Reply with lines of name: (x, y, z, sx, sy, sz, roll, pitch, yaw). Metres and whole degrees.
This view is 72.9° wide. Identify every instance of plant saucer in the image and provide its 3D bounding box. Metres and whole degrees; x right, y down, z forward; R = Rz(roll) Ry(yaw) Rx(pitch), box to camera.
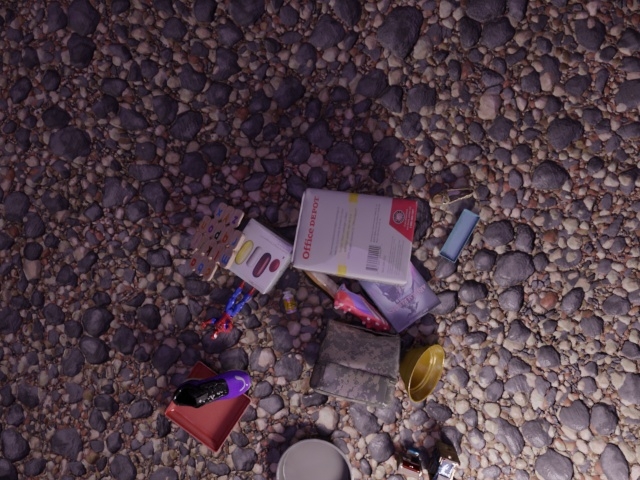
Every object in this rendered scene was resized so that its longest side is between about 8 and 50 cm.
plant saucer: (0.506, -0.018, 1.581, 0.067, 0.018, 0.192, 29, 94, 6)
plant saucer: (-0.430, 0.637, 1.678, 0.259, 0.047, 0.259, 34, 94, 6)

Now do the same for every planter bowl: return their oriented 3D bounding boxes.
planter bowl: (0.344, 0.454, 1.543, 0.090, 0.217, 0.218, 20, 93, 43)

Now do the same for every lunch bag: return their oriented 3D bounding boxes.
lunch bag: (0.130, 0.431, 1.532, 0.304, 0.213, 0.256, 14, 75, 4)

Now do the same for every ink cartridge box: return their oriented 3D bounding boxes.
ink cartridge box: (0.119, -0.011, 1.489, 0.383, 0.160, 0.280, 9, 81, 10)

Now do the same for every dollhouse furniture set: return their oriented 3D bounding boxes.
dollhouse furniture set: (0.381, 0.792, 1.543, 0.183, 0.129, 0.130, 17, 92, 6)

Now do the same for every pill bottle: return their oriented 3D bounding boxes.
pill bottle: (-0.118, 0.232, 1.641, 0.043, 0.043, 0.084, -15, 89, 6)

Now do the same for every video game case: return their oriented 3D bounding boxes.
video game case: (0.274, 0.170, 1.561, 0.196, 0.026, 0.274, -37, 87, 6)

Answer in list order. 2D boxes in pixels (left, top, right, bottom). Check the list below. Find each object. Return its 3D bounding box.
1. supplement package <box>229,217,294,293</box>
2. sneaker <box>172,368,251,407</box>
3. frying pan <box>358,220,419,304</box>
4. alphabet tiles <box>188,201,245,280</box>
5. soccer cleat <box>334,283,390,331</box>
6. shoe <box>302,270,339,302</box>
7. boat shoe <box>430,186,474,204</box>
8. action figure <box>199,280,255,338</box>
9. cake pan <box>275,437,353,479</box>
supplement package: (-0.215, 0.054, 1.598, 0.194, 0.149, 0.203, 33, 93, 5)
sneaker: (-0.401, 0.553, 1.577, 0.292, 0.146, 0.102, -14, 89, 7)
frying pan: (0.245, 0.080, 1.595, 0.197, 0.053, 0.327, 7, 89, 5)
alphabet tiles: (-0.383, 0.001, 1.593, 0.284, 0.021, 0.278, 22, 84, 44)
soccer cleat: (0.160, 0.249, 1.578, 0.247, 0.083, 0.095, 30, 57, -14)
shoe: (0.011, 0.154, 1.616, 0.219, 0.076, 0.058, 44, 75, -2)
boat shoe: (0.476, -0.163, 1.567, 0.152, 0.048, 0.056, -9, 89, 6)
action figure: (-0.345, 0.262, 1.625, 0.091, 0.139, 0.281, 34, 96, 6)
cake pan: (-0.020, 0.880, 1.628, 0.292, 0.054, 0.294, 0, 90, 7)
